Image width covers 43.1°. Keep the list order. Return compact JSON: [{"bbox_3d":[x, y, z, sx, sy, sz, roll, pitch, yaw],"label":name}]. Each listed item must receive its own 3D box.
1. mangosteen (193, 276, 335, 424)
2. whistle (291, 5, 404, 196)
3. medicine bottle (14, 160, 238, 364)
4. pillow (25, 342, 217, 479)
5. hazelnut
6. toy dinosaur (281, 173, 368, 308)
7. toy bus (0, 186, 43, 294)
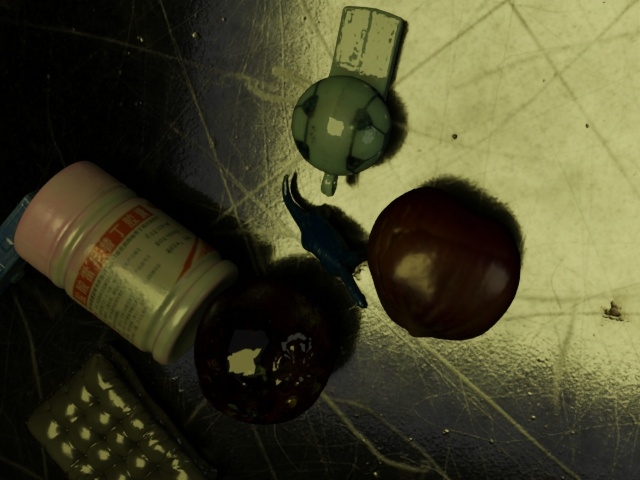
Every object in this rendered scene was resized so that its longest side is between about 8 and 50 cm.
[{"bbox_3d":[-0.114,0.174,1.301,0.289,0.231,0.231,-4,99,49],"label":"mangosteen"},{"bbox_3d":[0.039,-0.206,1.210,0.163,0.163,0.290,14,103,13],"label":"whistle"},{"bbox_3d":[-0.315,0.035,1.325,0.316,0.202,0.202,34,106,8],"label":"medicine bottle"},{"bbox_3d":[-0.361,0.375,1.450,0.228,0.101,0.326,-41,88,14],"label":"pillow"},{"bbox_3d":[0.175,0.043,1.180,0.229,0.229,0.229,3,99,16],"label":"hazelnut"},{"bbox_3d":[0.000,0.000,1.239,0.075,0.188,0.248,-42,84,12],"label":"toy dinosaur"},{"bbox_3d":[-0.550,0.008,1.444,0.079,0.094,0.236,46,107,5],"label":"toy bus"}]
